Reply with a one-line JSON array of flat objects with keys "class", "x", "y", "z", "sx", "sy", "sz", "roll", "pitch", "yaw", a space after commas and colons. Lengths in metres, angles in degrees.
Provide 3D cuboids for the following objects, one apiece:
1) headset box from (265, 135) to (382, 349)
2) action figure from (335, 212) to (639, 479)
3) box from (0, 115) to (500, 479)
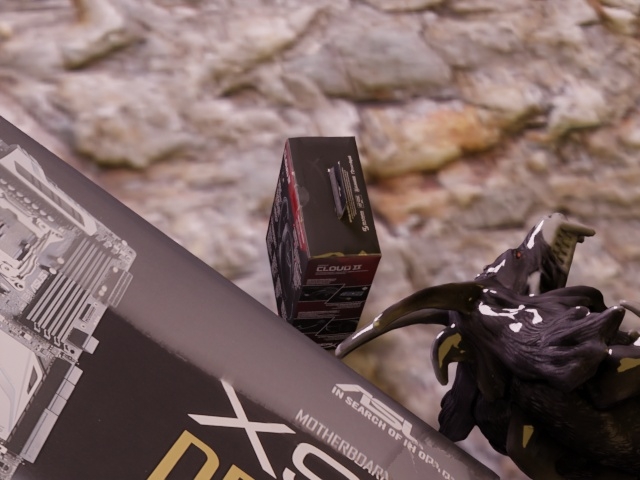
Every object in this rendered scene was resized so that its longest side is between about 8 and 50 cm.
[{"class": "headset box", "x": 0.000, "y": 0.000, "z": 0.548, "sx": 0.032, "sy": 0.083, "sz": 0.062, "roll": -2, "pitch": 55, "yaw": -14}, {"class": "action figure", "x": 0.151, "y": 0.051, "z": 0.506, "sx": 0.275, "sy": 0.164, "sz": 0.141, "roll": 24, "pitch": 61, "yaw": -8}, {"class": "box", "x": -0.099, "y": 0.062, "z": 0.388, "sx": 0.307, "sy": 0.076, "sz": 0.242, "roll": 36, "pitch": 22, "yaw": 2}]
